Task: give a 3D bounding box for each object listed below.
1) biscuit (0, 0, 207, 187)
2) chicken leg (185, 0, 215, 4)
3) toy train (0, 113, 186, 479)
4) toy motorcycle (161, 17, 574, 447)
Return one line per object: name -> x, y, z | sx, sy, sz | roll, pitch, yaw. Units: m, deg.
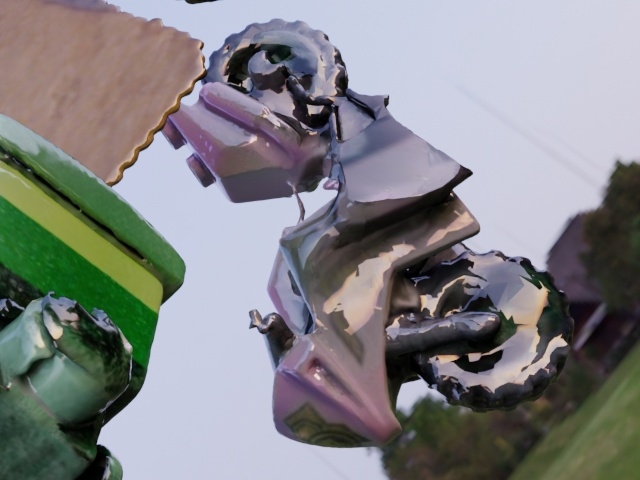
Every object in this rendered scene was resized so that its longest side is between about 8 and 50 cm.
biscuit -> -0.207, -0.062, 0.805 | 0.237, 0.232, 0.013 | -53, -35, -13
chicken leg -> -0.071, -0.178, 0.495 | 0.080, 0.196, 0.125 | -3, -5, -29
toy train -> -0.187, 0.100, 0.559 | 0.301, 0.120, 0.202 | -42, 21, 20
toy motorcycle -> 0.000, 0.000, 0.834 | 0.188, 0.327, 0.143 | -36, -26, -8
